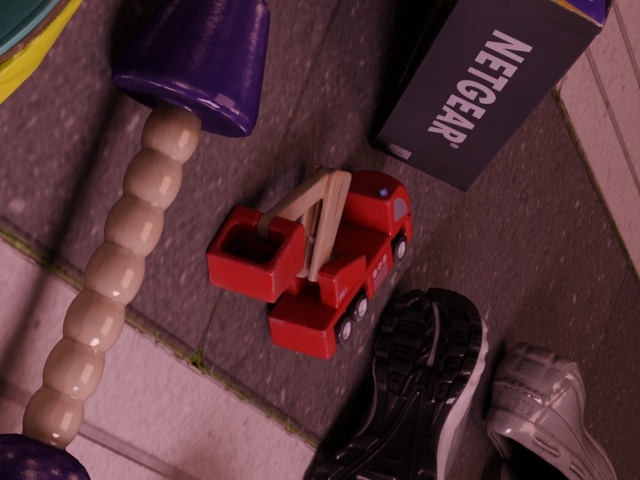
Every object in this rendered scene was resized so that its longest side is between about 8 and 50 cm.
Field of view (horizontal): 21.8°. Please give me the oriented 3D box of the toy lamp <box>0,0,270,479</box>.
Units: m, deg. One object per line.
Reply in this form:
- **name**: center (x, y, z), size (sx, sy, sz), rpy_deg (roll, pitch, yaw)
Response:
- **toy lamp**: center (-0.095, -0.001, 0.820), size (0.275, 0.080, 0.080), rpy_deg (-70, 157, -10)

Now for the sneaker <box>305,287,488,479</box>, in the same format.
- **sneaker**: center (0.059, 0.173, 1.263), size (0.272, 0.100, 0.108), rpy_deg (-62, 160, -25)

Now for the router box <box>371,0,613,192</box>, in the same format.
- **router box**: center (0.141, -0.192, 1.064), size (0.309, 0.081, 0.243), rpy_deg (121, -6, -71)

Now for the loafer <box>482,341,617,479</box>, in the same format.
- **loafer**: center (0.222, 0.223, 1.661), size (0.111, 0.112, 0.319), rpy_deg (-57, 145, -23)

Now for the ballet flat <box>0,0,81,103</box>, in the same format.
- **ballet flat**: center (-0.166, -0.056, 0.647), size (0.231, 0.077, 0.077), rpy_deg (-54, 172, -32)

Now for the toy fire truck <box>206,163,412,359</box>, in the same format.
- **toy fire truck**: center (0.000, 0.000, 1.074), size (0.192, 0.047, 0.135), rpy_deg (-54, 149, -40)
